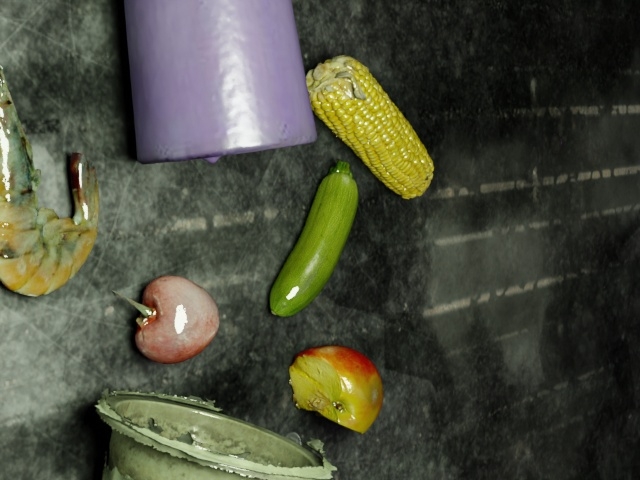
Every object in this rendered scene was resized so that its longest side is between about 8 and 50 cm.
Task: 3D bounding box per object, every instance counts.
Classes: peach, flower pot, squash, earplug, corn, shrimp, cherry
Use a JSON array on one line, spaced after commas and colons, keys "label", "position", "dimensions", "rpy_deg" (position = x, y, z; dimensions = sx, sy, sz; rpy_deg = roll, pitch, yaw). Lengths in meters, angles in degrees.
[{"label": "peach", "position": [0.033, 0.209, 1.624], "dimensions": [0.118, 0.151, 0.151], "rpy_deg": [-27, 112, -33]}, {"label": "flower pot", "position": [-0.155, 0.324, 1.316], "dimensions": [0.290, 0.290, 0.259], "rpy_deg": [18, 91, -49]}, {"label": "squash", "position": [0.000, 0.000, 1.617], "dimensions": [0.069, 0.069, 0.258], "rpy_deg": [48, 57, -40]}, {"label": "earplug", "position": [-0.138, -0.319, 1.346], "dimensions": [0.215, 0.215, 0.456], "rpy_deg": [-14, 98, -49]}, {"label": "corn", "position": [0.081, -0.163, 1.686], "dimensions": [0.293, 0.106, 0.106], "rpy_deg": [42, 60, -44]}, {"label": "shrimp", "position": [-0.310, -0.087, 1.255], "dimensions": [0.169, 0.058, 0.296], "rpy_deg": [-28, 116, -54]}, {"label": "cherry", "position": [-0.171, 0.092, 1.398], "dimensions": [0.126, 0.087, 0.106], "rpy_deg": [-17, 109, -46]}]
